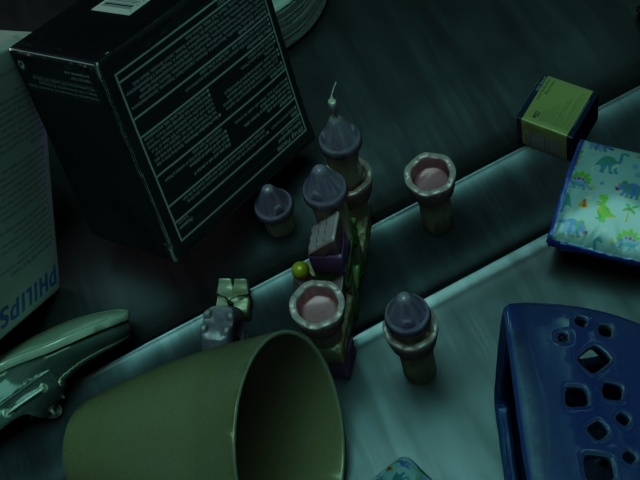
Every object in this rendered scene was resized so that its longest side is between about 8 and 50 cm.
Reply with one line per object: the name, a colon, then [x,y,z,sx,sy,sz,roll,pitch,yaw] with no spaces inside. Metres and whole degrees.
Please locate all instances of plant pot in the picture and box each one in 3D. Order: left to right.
plant pot: [-0.148,0.238,1.438,0.274,0.256,0.257,-6,56,27]
plant pot: [0.308,0.214,1.350,0.212,0.236,0.236,-4,57,2]

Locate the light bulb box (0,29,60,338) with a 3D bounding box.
light bulb box: [-0.548,-0.077,1.598,0.357,0.361,0.225,7,23,15]

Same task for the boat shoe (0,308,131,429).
boat shoe: [-0.376,0.188,1.602,0.319,0.116,0.099,-27,100,-14]

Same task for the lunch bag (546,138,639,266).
lunch bag: [0.365,-0.037,1.574,0.128,0.096,0.151,13,52,19]

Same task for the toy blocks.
toy blocks: [0.000,0.000,1.526,0.308,0.260,0.289,2,59,13]

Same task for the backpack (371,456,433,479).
backpack: [0.086,0.311,1.417,0.114,0.084,0.105,-40,57,-11]

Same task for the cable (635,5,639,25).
cable: [0.533,-0.322,1.757,0.184,0.047,0.150,-32,63,-13]

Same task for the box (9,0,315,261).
box: [-0.193,-0.185,1.612,0.182,0.294,0.296,15,46,39]

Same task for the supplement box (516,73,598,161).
supplement box: [0.318,-0.165,1.688,0.083,0.056,0.083,23,65,23]

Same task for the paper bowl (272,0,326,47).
paper bowl: [-0.135,-0.414,1.885,0.284,0.148,0.284,-5,57,7]
